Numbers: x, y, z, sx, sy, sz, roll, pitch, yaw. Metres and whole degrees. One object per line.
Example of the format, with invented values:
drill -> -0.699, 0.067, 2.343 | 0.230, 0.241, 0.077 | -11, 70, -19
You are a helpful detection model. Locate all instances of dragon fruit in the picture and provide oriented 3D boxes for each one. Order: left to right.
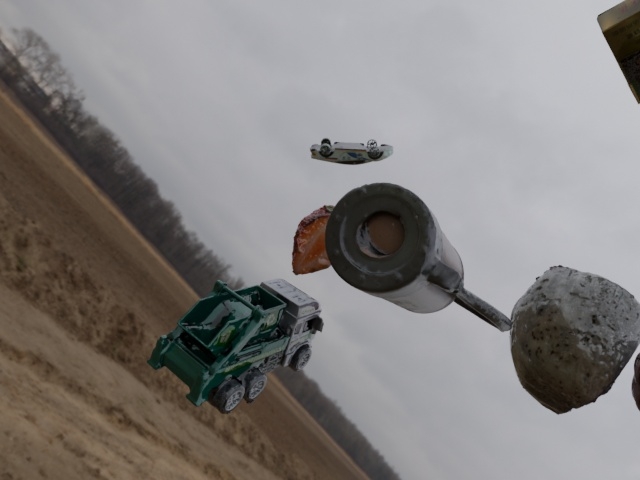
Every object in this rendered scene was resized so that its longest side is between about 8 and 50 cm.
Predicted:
dragon fruit -> 0.483, 0.205, 1.062 | 0.204, 0.221, 0.283 | 37, -28, 15

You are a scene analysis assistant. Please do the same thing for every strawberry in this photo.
strawberry -> 0.000, 0.000, 1.151 | 0.146, 0.187, 0.082 | 40, 3, -29

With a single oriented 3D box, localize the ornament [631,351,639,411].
ornament -> 0.622, 0.243, 0.871 | 0.177, 0.177, 0.177 | 45, -13, 13

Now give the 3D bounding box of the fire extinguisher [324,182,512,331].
fire extinguisher -> 0.136, 0.056, 0.658 | 0.200, 0.113, 0.376 | 56, 10, 20

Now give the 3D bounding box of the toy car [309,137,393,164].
toy car -> 0.075, -0.215, 1.256 | 0.095, 0.205, 0.056 | -89, -178, -69

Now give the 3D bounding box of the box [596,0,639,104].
box -> 0.724, -0.425, 1.116 | 0.159, 0.071, 0.240 | -27, -49, 34

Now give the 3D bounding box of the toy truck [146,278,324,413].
toy truck -> -0.085, 0.107, 0.618 | 0.110, 0.116, 0.216 | 31, 21, 28
